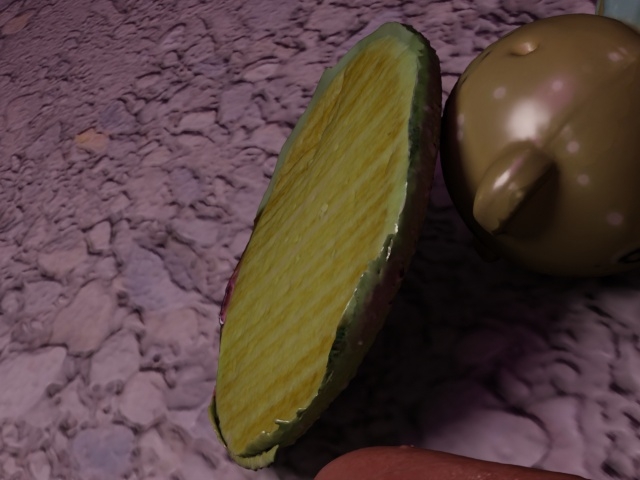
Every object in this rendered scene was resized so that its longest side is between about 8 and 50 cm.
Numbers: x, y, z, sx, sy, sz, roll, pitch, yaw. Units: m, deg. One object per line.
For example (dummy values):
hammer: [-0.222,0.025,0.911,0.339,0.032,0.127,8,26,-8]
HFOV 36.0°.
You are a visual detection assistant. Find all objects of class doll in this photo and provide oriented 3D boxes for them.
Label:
doll: [0.184,-0.090,0.575,0.161,0.177,0.260,43,91,11]

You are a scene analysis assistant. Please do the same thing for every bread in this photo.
bread: [0.001,0.003,0.638,0.301,0.045,0.301,-58,19,33]

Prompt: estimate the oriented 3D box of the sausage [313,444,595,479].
sausage: [0.136,0.141,0.414,0.433,0.088,0.088,-5,46,47]
